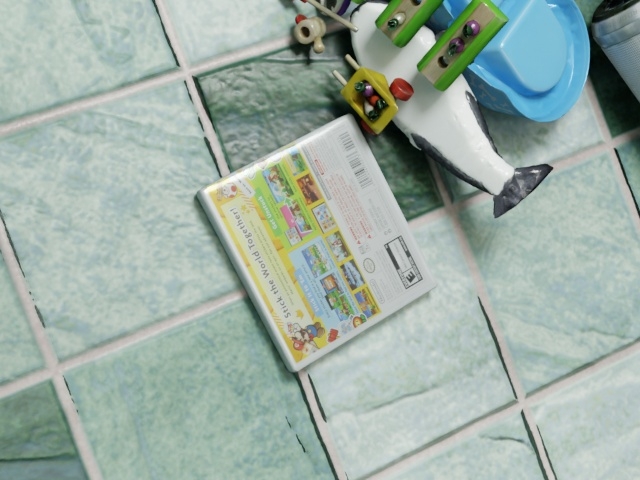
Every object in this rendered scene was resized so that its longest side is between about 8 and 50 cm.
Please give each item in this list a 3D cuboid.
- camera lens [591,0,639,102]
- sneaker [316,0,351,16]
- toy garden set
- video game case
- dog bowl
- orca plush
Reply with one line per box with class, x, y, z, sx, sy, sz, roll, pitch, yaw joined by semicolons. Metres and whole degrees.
camera lens;0.486;-0.233;1.373;0.219;0.219;0.274;-42;99;-20
sneaker;0.056;-0.327;1.301;0.071;0.068;0.170;36;77;-32
toy garden set;0.049;-0.250;1.222;0.244;0.204;0.049;46;35;5
video game case;0.000;0.000;1.260;0.206;0.026;0.227;-29;96;-22
dog bowl;0.201;-0.267;1.305;0.297;0.074;0.166;48;64;-27
orca plush;0.153;-0.167;1.296;0.287;0.151;0.102;38;30;10
